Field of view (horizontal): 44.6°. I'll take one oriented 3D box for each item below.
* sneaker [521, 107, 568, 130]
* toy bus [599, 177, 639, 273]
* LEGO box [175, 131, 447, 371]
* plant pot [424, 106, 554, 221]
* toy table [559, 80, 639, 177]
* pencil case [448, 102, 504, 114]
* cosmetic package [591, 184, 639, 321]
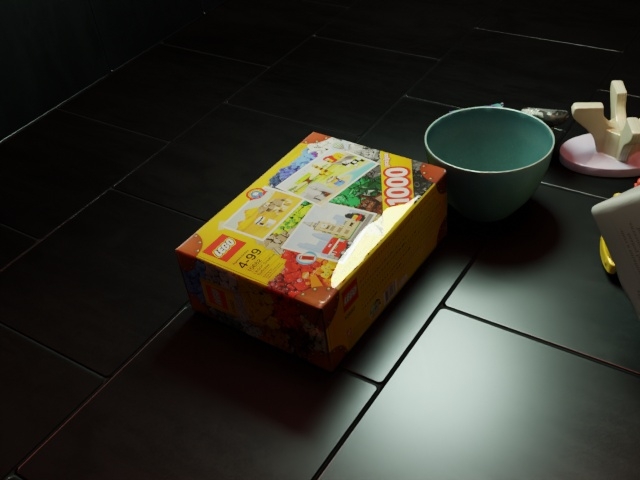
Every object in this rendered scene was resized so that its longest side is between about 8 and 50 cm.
[{"bbox_3d":[0.566,-0.269,1.986,0.086,0.132,0.228,4,11,0],"label":"sneaker"},{"bbox_3d":[0.712,-0.034,1.625,0.220,0.211,0.149,3,39,10],"label":"toy bus"},{"bbox_3d":[0.000,0.000,1.712,0.373,0.193,0.500,20,47,29],"label":"LEGO box"},{"bbox_3d":[0.392,-0.159,1.835,0.290,0.195,0.290,-4,37,3],"label":"plant pot"},{"bbox_3d":[0.747,-0.269,1.944,0.274,0.160,0.252,-8,39,-1],"label":"toy table"},{"bbox_3d":[0.432,-0.337,2.152,0.152,0.064,0.070,-10,23,-2],"label":"pencil case"},{"bbox_3d":[0.761,0.001,1.347,0.328,0.329,0.394,-23,-1,-16],"label":"cosmetic package"}]
